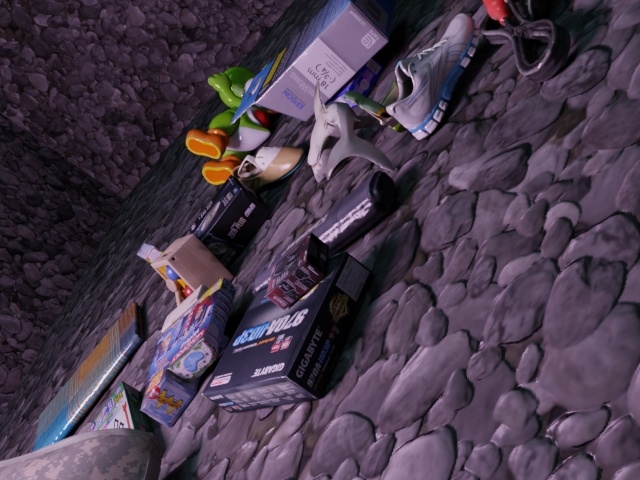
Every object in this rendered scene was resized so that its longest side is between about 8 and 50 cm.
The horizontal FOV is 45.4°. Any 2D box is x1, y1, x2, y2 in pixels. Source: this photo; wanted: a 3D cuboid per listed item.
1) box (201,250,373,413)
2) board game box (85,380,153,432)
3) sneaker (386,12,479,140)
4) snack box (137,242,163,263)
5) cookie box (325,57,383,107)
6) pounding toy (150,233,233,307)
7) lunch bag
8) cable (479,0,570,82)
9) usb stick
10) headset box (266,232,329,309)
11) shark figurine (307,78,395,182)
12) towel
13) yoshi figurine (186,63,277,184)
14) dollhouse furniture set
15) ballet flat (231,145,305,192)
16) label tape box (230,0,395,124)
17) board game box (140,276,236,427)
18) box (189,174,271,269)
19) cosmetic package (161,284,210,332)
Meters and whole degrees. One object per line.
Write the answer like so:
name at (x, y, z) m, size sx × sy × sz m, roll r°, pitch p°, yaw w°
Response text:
box at (-0.044, 0.118, 0.944) m, size 0.220 × 0.051 × 0.175 m, roll -25°, pitch 32°, yaw 54°
board game box at (-0.358, 0.371, 1.249) m, size 0.213 × 0.046 × 0.317 m, roll -54°, pitch 19°, yaw -6°
sneaker at (0.149, -0.237, 1.040) m, size 0.190 × 0.083 × 0.071 m, roll -65°, pitch 16°, yaw -13°
snack box at (-0.357, 0.049, 1.738) m, size 0.037 × 0.100 × 0.141 m, roll -57°, pitch 20°, yaw -9°
cookie box at (0.059, -0.291, 1.452) m, size 0.091 × 0.040 × 0.107 m, roll -59°, pitch 20°, yaw -22°
pounding toy at (-0.245, 0.074, 1.414) m, size 0.100 × 0.130 × 0.141 m, roll -48°, pitch 15°, yaw -23°
lunch bag at (-0.328, 0.381, 0.956) m, size 0.287 × 0.169 × 0.235 m, roll -20°, pitch 30°, yaw 12°
cable at (0.238, -0.275, 0.950) m, size 0.139 × 0.072 × 0.287 m, roll -45°, pitch 20°, yaw 39°
usb stick at (0.000, 0.000, 1.062) m, size 0.278 × 0.045 × 0.077 m, roll -39°, pitch 24°, yaw 37°
headset box at (-0.030, 0.039, 0.922) m, size 0.083 × 0.032 × 0.062 m, roll -40°, pitch 21°, yaw 27°
shark figurine at (0.051, -0.172, 1.183) m, size 0.278 × 0.116 × 0.166 m, roll -160°, pitch 72°, yaw -79°
towel at (-0.528, 0.324, 1.757) m, size 0.370 × 0.040 × 0.271 m, roll -51°, pitch 20°, yaw 0°
yoshi figurine at (-0.226, -0.323, 1.966) m, size 0.203 × 0.203 × 0.362 m, roll -38°, pitch 19°, yaw 54°
dollhouse furniture set at (0.096, -0.202, 1.105) m, size 0.058 × 0.076 × 0.152 m, roll -56°, pitch -14°, yaw 13°
ballet flat at (-0.117, -0.150, 1.568) m, size 0.232 × 0.073 × 0.080 m, roll -24°, pitch 32°, yaw 55°
label tape box at (-0.010, -0.349, 1.492) m, size 0.334 × 0.106 × 0.240 m, roll -40°, pitch 20°, yaw 29°
board game box at (-0.206, 0.184, 1.202) m, size 0.194 × 0.060 × 0.194 m, roll -41°, pitch 23°, yaw 30°
box at (-0.183, -0.040, 1.520) m, size 0.147 × 0.077 × 0.180 m, roll -52°, pitch 19°, yaw 4°
cosmetic package at (-0.217, 0.132, 1.323) m, size 0.115 × 0.060 × 0.041 m, roll -42°, pitch 23°, yaw 34°
